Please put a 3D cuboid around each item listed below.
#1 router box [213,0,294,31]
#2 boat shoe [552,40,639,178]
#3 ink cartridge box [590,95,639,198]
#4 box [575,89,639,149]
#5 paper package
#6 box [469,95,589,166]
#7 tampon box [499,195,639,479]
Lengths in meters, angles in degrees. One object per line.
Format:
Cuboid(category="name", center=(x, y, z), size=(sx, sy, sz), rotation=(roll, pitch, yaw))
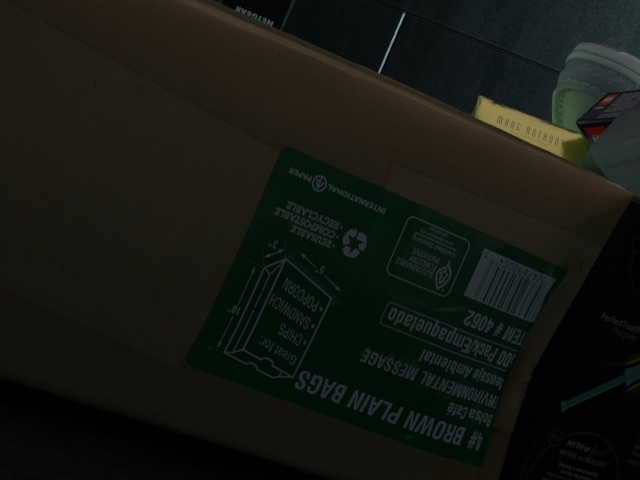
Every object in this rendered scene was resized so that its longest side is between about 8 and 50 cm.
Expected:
Cuboid(category="router box", center=(-0.166, -0.262, 1.488), size=(0.308, 0.081, 0.243), rotation=(23, 5, -5))
Cuboid(category="boat shoe", center=(0.229, -0.004, 1.324), size=(0.118, 0.103, 0.320), rotation=(23, -34, 36))
Cuboid(category="ink cartridge box", center=(0.340, 0.058, 0.935), size=(0.385, 0.091, 0.308), rotation=(50, -14, -7))
Cuboid(category="box", center=(0.260, -0.047, 1.135), size=(0.114, 0.036, 0.207), rotation=(55, -21, -16))
Cuboid(category="paper package", center=(-0.084, -0.033, 0.803), size=(0.324, 0.168, 0.309), rotation=(21, 7, -28))
Cuboid(category="box", center=(0.114, -0.007, 1.297), size=(0.087, 0.058, 0.232), rotation=(21, -32, -3))
Cuboid(category="tampon box", center=(0.145, 0.055, 0.940), size=(0.120, 0.161, 0.101), rotation=(20, 6, -35))
